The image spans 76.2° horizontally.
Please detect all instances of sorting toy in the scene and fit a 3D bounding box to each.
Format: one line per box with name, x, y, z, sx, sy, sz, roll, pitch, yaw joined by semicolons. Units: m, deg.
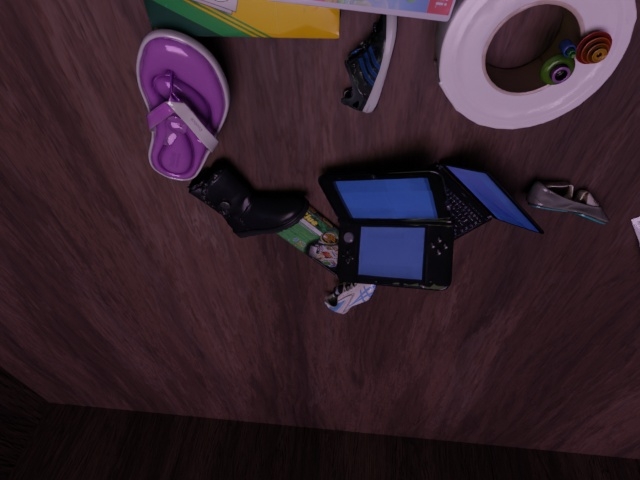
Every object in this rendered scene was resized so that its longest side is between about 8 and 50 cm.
sorting toy;0.391;-0.276;0.626;0.061;0.042;0.102;34;132;-26

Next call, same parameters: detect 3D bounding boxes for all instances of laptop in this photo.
laptop;0.321;-0.056;0.952;0.234;0.136;0.264;36;128;-27

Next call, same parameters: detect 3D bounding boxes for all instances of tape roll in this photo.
tape roll;0.337;-0.332;0.678;0.286;0.100;0.286;4;138;4

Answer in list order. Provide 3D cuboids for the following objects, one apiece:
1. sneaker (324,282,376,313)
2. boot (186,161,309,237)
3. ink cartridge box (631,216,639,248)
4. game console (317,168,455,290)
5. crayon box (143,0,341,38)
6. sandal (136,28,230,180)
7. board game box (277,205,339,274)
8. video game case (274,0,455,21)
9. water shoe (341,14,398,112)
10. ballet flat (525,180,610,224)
sneaker;0.096;0.154;1.254;0.086;0.085;0.237;23;135;-23
boot;-0.179;-0.107;1.003;0.246;0.094;0.207;-13;138;30
ink cartridge box;0.896;-0.004;1.003;0.189;0.066;0.232;-24;108;30
game console;0.145;-0.018;0.946;0.293;0.250;0.173;2;176;30
crayon box;-0.123;-0.489;0.570;0.313;0.106;0.363;3;138;5
sandal;-0.277;-0.224;0.825;0.169;0.102;0.416;7;154;-15
board game box;0.000;0.000;1.144;0.136;0.030;0.260;-29;126;36
video game case;0.071;-0.419;0.546;0.285;0.025;0.204;1;137;-9
water shoe;0.084;-0.326;0.742;0.080;0.073;0.203;11;137;-1
ballet flat;0.577;-0.090;0.933;0.213;0.072;0.068;12;107;-9
